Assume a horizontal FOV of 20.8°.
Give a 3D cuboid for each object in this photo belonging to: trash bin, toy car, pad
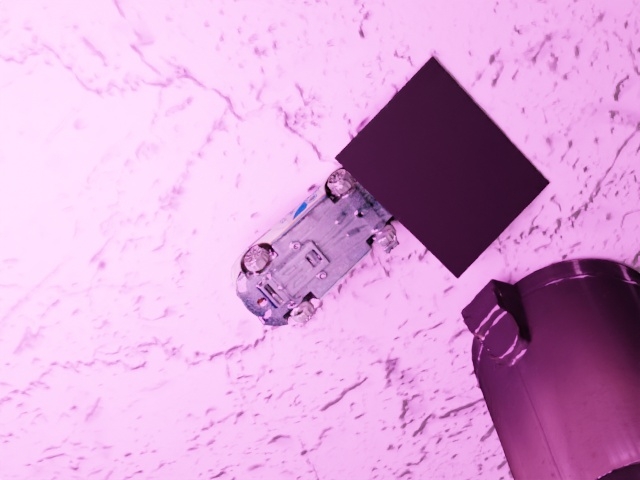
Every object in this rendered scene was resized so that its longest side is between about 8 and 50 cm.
[{"bbox_3d":[0.269,0.182,1.638,0.252,0.301,0.203,30,115,-26],"label":"trash bin"},{"bbox_3d":[0.000,0.000,1.616,0.186,0.058,0.093,-43,118,-3],"label":"toy car"},{"bbox_3d":[0.114,-0.064,1.606,0.127,0.004,0.190,-46,121,2],"label":"pad"}]
